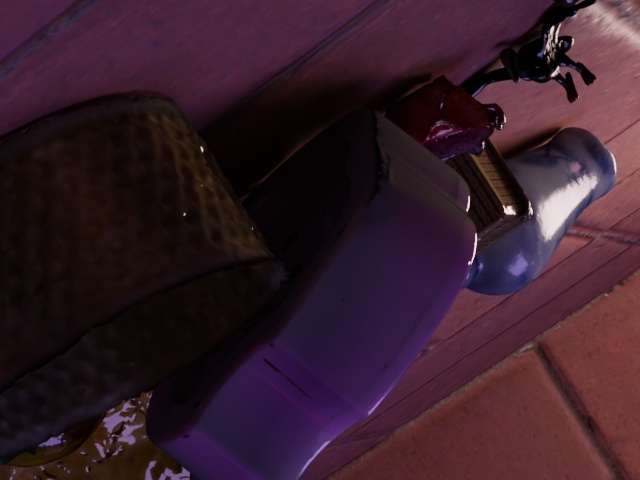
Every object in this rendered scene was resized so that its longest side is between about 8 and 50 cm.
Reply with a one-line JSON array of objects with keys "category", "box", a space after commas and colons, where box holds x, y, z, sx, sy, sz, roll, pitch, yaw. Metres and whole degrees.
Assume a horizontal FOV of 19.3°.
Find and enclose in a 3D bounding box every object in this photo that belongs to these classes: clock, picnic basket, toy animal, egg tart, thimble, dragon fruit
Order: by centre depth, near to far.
[{"category": "thimble", "box": [-0.172, 0.030, 1.315, 0.271, 0.150, 0.271, -30, 167, -8]}, {"category": "clock", "box": [-0.022, 0.053, 1.519, 0.338, 0.102, 0.338, -46, -162, 19]}, {"category": "dragon fruit", "box": [0.095, -0.106, 1.635, 0.126, 0.068, 0.112, -15, 168, -24]}, {"category": "toy animal", "box": [0.197, -0.162, 1.702, 0.108, 0.062, 0.220, 5, 146, -40]}, {"category": "picnic basket", "box": [0.112, -0.030, 1.845, 0.164, 0.115, 0.079, -37, 168, 23]}, {"category": "egg tart", "box": [-0.153, 0.186, 1.902, 0.443, 0.178, 0.443, -32, 169, -7]}]

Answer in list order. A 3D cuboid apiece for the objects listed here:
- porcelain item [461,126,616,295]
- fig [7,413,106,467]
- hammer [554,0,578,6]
[{"category": "porcelain item", "box": [0.214, -0.031, 2.054, 0.259, 0.141, 0.141, -32, 170, -36]}, {"category": "fig", "box": [-0.236, 0.128, 1.609, 0.153, 0.121, 0.136, -27, 162, -20]}, {"category": "hammer", "box": [0.313, -0.267, 1.629, 0.292, 0.029, 0.058, -26, 168, -33]}]
